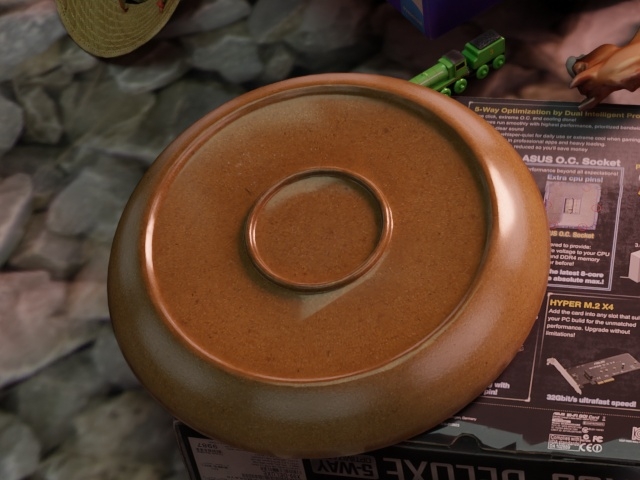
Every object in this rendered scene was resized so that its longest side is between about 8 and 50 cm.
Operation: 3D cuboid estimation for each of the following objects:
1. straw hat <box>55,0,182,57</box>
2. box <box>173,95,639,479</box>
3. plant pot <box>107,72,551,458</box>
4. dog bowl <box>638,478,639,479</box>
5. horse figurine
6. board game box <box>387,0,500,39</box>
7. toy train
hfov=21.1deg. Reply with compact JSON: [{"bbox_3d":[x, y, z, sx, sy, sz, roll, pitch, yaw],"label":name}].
[{"bbox_3d":[-0.114,-0.188,1.164,0.061,0.144,0.144,1,33,-47],"label":"straw hat"},{"bbox_3d":[0.096,0.032,0.935,0.307,0.076,0.242,3,51,13],"label":"box"},{"bbox_3d":[0.000,0.000,0.893,0.236,0.032,0.236,-5,56,8],"label":"plant pot"},{"bbox_3d":[0.248,0.181,0.543,0.408,0.150,0.408,-22,43,22],"label":"dog bowl"},{"bbox_3d":[0.266,-0.139,1.015,0.263,0.066,0.174,-3,22,0],"label":"horse figurine"},{"bbox_3d":[0.135,-0.291,1.083,0.347,0.078,0.233,-32,52,-17],"label":"board game box"},{"bbox_3d":[0.073,-0.094,0.981,0.083,0.023,0.017,-32,50,-21],"label":"toy train"}]
